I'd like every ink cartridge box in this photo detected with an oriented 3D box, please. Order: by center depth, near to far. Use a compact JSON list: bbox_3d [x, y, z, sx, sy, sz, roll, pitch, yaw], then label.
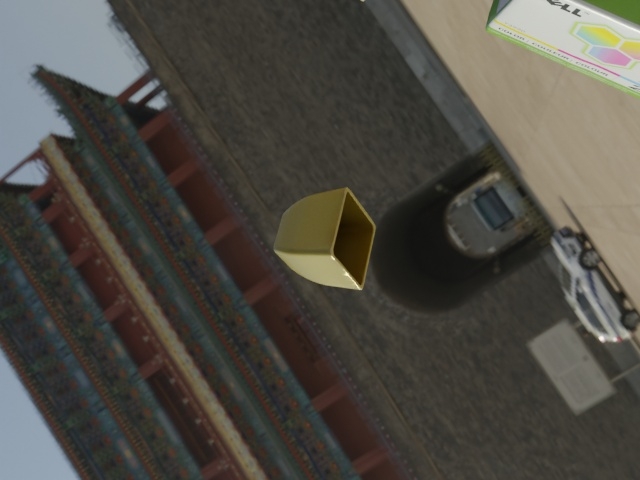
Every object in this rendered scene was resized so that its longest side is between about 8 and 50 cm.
[{"bbox_3d":[0.255,-0.198,0.567,0.189,0.097,0.255,23,180,-2],"label":"ink cartridge box"}]

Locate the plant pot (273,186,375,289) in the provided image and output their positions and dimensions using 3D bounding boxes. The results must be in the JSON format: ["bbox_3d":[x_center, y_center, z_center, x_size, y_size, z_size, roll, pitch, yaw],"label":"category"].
[{"bbox_3d":[0.000,0.000,0.803,0.081,0.083,0.081,49,-133,-48],"label":"plant pot"}]
